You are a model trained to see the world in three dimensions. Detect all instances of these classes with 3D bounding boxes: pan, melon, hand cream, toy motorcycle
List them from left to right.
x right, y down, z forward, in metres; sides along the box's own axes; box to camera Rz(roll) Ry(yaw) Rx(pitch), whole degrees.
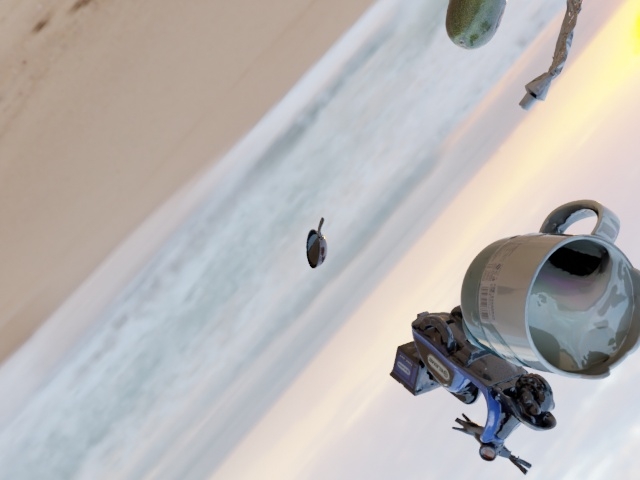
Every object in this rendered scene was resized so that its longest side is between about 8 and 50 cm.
[{"bbox_3d":[0.001,0.000,1.849,0.023,0.068,0.115,-3,143,-18],"label":"pan"},{"bbox_3d":[0.281,0.262,1.967,0.125,0.358,0.213,-14,127,-34],"label":"toy motorcycle"},{"bbox_3d":[0.268,-0.403,1.860,0.099,0.099,0.162,111,-1,-78],"label":"melon"},{"bbox_3d":[0.466,-0.375,2.174,0.084,0.050,0.257,-121,-124,-80],"label":"hand cream"}]

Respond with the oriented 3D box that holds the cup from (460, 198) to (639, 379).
[{"bbox_3d":[0.370,0.068,1.733,0.290,0.219,0.257,-63,-159,-9],"label":"cup"}]
